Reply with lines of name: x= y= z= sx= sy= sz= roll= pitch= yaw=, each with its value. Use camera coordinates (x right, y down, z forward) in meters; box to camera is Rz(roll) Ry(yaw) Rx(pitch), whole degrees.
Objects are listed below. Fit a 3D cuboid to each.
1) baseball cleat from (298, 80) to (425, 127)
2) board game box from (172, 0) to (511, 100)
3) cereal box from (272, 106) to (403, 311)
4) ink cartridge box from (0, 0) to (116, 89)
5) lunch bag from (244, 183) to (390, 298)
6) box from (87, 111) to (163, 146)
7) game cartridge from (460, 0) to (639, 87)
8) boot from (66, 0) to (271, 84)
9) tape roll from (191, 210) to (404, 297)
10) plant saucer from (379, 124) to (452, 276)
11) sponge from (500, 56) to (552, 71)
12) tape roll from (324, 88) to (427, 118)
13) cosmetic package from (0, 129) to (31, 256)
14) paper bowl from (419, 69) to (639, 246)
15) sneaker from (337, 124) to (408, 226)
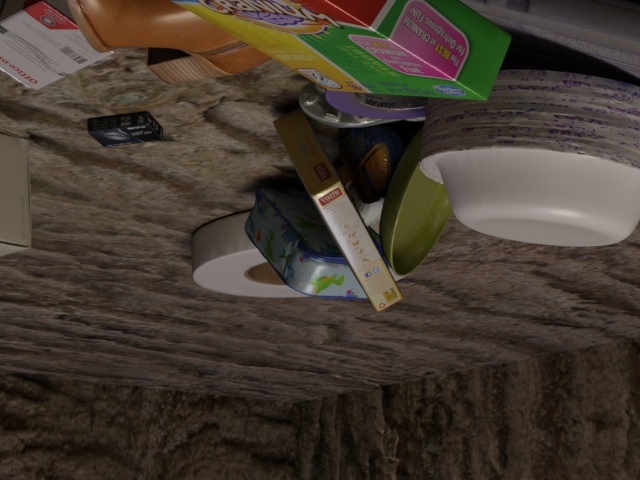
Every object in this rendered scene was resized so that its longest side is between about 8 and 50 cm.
baseball cleat: x=0.078 y=-0.167 z=1.741 sx=0.206 sy=0.072 sz=0.109 roll=0 pitch=172 yaw=2
board game box: x=-0.030 y=-0.218 z=1.209 sx=0.317 sy=0.064 sz=0.242 roll=26 pitch=172 yaw=-34
cereal box: x=0.023 y=-0.039 z=1.846 sx=0.047 sy=0.173 sz=0.240 roll=-28 pitch=133 yaw=1
ink cartridge box: x=-0.283 y=-0.218 z=1.448 sx=0.135 sy=0.056 sz=0.099 roll=-16 pitch=142 yaw=40
lunch bag: x=0.000 y=0.000 z=2.109 sx=0.176 sy=0.090 sz=0.219 roll=6 pitch=-153 yaw=-33
box: x=-0.255 y=-0.145 z=1.845 sx=0.083 sy=0.018 sz=0.067 roll=-6 pitch=165 yaw=9
game cartridge: x=0.318 y=-0.200 z=1.427 sx=0.355 sy=0.068 sz=0.230 roll=21 pitch=174 yaw=30
boot: x=-0.106 y=-0.239 z=1.370 sx=0.220 sy=0.109 sz=0.283 roll=-14 pitch=155 yaw=20
tape roll: x=-0.027 y=0.023 z=2.422 sx=0.392 sy=0.072 sz=0.392 roll=-4 pitch=164 yaw=-1
plant saucer: x=0.137 y=-0.069 z=1.881 sx=0.037 sy=0.241 sz=0.241 roll=24 pitch=173 yaw=19
sponge: x=0.297 y=-0.182 z=1.640 sx=0.210 sy=0.031 sz=0.117 roll=13 pitch=-176 yaw=25
tape roll: x=0.096 y=-0.205 z=1.587 sx=0.189 sy=0.080 sz=0.189 roll=-3 pitch=166 yaw=-1
cosmetic package: x=-0.541 y=-0.041 z=1.901 sx=0.310 sy=0.160 sz=0.113 roll=-11 pitch=164 yaw=31
paper bowl: x=0.250 y=-0.080 z=1.556 sx=0.284 sy=0.148 sz=0.284 roll=7 pitch=172 yaw=1
sneaker: x=0.099 y=-0.105 z=1.961 sx=0.131 sy=0.111 sz=0.296 roll=-18 pitch=170 yaw=-9
